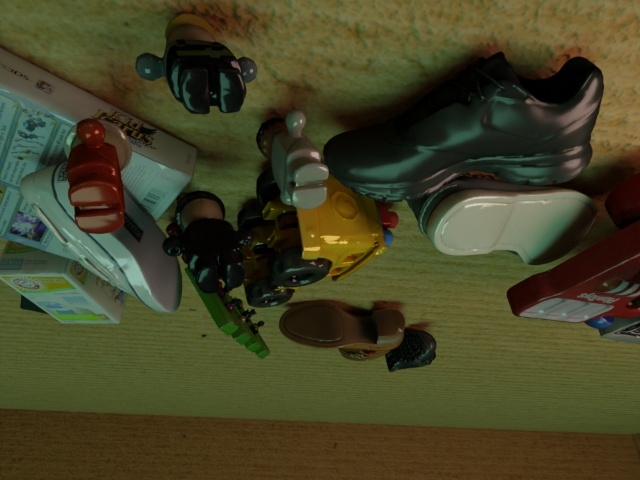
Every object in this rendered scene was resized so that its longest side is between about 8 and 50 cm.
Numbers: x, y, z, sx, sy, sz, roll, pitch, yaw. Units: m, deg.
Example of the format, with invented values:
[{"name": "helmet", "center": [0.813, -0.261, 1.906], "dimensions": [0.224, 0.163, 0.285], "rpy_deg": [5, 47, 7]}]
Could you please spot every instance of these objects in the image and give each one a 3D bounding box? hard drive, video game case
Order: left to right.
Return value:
[{"name": "hard drive", "center": [-0.592, 0.145, 0.959], "dimensions": [0.135, 0.022, 0.094], "rpy_deg": [20, 144, -27]}, {"name": "video game case", "center": [-0.331, -0.077, 0.541], "dimensions": [0.244, 0.061, 0.269], "rpy_deg": [24, 136, -34]}]

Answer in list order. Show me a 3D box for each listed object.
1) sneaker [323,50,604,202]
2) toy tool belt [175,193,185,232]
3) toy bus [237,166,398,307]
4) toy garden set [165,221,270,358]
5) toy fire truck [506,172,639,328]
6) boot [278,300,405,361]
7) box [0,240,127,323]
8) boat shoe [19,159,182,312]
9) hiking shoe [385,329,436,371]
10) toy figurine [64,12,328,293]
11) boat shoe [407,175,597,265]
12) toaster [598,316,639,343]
[{"name": "sneaker", "center": [0.142, -0.124, 0.447], "dimensions": [0.286, 0.109, 0.130], "rpy_deg": [-9, 138, 3]}, {"name": "toy tool belt", "center": [-0.182, -0.046, 0.624], "dimensions": [0.051, 0.052, 0.083], "rpy_deg": [-21, 160, -24]}, {"name": "toy bus", "center": [0.000, 0.000, 0.616], "dimensions": [0.211, 0.150, 0.220], "rpy_deg": [1, 154, -30]}, {"name": "toy garden set", "center": [-0.158, 0.082, 0.720], "dimensions": [0.049, 0.204, 0.244], "rpy_deg": [-34, 157, -9]}, {"name": "toy fire truck", "center": [0.445, 0.050, 0.592], "dimensions": [0.301, 0.170, 0.254], "rpy_deg": [10, 145, -30]}, {"name": "boot", "center": [0.051, 0.221, 1.001], "dimensions": [0.283, 0.109, 0.220], "rpy_deg": [-5, 152, -3]}, {"name": "box", "center": [-0.429, 0.059, 0.739], "dimensions": [0.114, 0.103, 0.203], "rpy_deg": [0, 148, 0]}, {"name": "boat shoe", "center": [-0.262, 0.005, 0.545], "dimensions": [0.084, 0.095, 0.258], "rpy_deg": [-6, 134, 11]}, {"name": "hiking shoe", "center": [0.252, 0.279, 1.102], "dimensions": [0.114, 0.086, 0.227], "rpy_deg": [-3, 156, -18]}, {"name": "toy figurine", "center": [-0.117, -0.079, 0.426], "dimensions": [0.209, 0.148, 0.213], "rpy_deg": [-44, 132, 11]}, {"name": "boat shoe", "center": [0.251, -0.039, 0.577], "dimensions": [0.319, 0.099, 0.116], "rpy_deg": [2, 123, -30]}, {"name": "toaster", "center": [0.600, 0.110, 0.775], "dimensions": [0.167, 0.110, 0.186], "rpy_deg": [10, 147, -12]}]
